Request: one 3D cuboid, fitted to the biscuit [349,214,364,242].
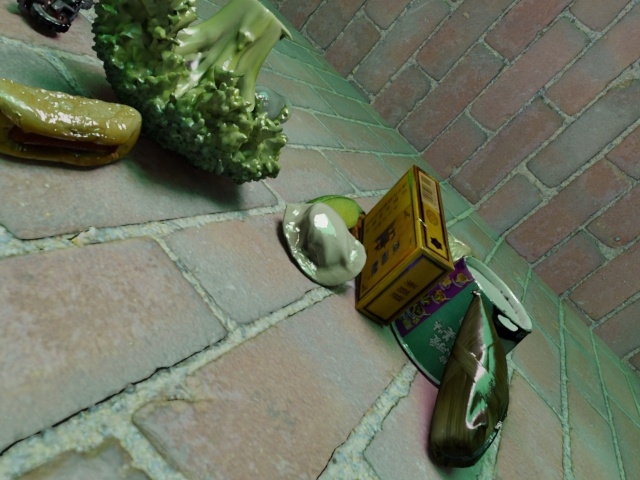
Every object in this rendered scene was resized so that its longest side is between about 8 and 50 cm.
[{"bbox_3d":[0.135,0.018,1.224,0.183,0.043,0.280,4,40,-53],"label":"biscuit"}]

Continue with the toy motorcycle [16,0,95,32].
[{"bbox_3d":[-0.501,-0.461,0.958,0.123,0.080,0.215,32,30,-26],"label":"toy motorcycle"}]

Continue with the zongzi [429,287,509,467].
[{"bbox_3d":[0.245,0.222,0.842,0.221,0.112,0.242,-21,110,-60],"label":"zongzi"}]

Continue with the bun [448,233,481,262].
[{"bbox_3d":[0.326,0.066,1.325,0.244,0.153,0.243,34,29,-22],"label":"bun"}]

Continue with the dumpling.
[{"bbox_3d":[0.000,0.001,0.973,0.176,0.092,0.150,55,43,-12],"label":"dumpling"}]

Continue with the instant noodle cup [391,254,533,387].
[{"bbox_3d":[0.292,0.161,1.045,0.251,0.190,0.251,36,24,-19],"label":"instant noodle cup"}]

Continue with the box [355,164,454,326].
[{"bbox_3d":[0.164,0.002,1.049,0.084,0.193,0.301,31,35,-15],"label":"box"}]

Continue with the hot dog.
[{"bbox_3d":[-0.334,-0.144,0.682,0.073,0.084,0.242,55,25,16],"label":"hot dog"}]

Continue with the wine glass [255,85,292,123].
[{"bbox_3d":[-0.157,-0.350,1.315,0.093,0.093,0.202,51,26,17],"label":"wine glass"}]

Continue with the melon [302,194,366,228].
[{"bbox_3d":[0.038,-0.054,1.143,0.262,0.053,0.114,-18,76,-54],"label":"melon"}]

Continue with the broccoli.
[{"bbox_3d":[-0.208,-0.271,0.861,0.339,0.317,0.277,14,7,2],"label":"broccoli"}]
